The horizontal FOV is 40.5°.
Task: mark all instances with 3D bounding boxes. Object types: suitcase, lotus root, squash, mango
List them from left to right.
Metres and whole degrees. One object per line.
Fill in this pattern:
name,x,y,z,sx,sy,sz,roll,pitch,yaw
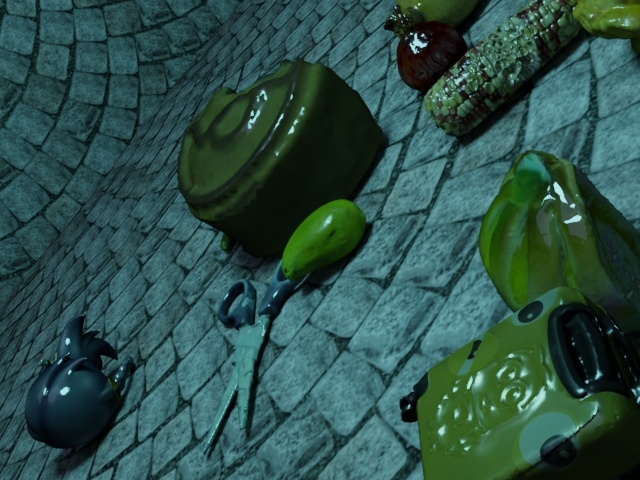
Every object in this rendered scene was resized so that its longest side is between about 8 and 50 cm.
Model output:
squash,-0.190,-0.009,1.793,0.027,0.027,0.083,-34,31,30
mango,0.000,0.000,1.393,0.165,0.074,0.091,-41,49,4
lotus root,0.239,-0.483,1.628,0.303,0.131,0.146,-54,26,-15
suitcase,0.195,0.175,0.773,0.235,0.143,0.194,-39,27,25

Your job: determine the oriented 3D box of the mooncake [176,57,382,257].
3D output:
mooncake,-0.083,-0.177,1.614,0.394,0.246,0.393,-41,32,26

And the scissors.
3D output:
scissors,-0.120,0.173,1.427,0.256,0.029,0.383,-31,32,36

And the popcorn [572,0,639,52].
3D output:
popcorn,0.421,-0.327,1.062,0.250,0.190,0.250,-30,24,15

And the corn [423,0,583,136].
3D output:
corn,0.283,-0.272,1.309,0.290,0.098,0.098,-40,27,17

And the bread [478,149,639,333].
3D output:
bread,0.243,0.011,0.912,0.156,0.158,0.261,-53,23,1

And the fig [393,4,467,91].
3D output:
fig,0.193,-0.335,1.510,0.128,0.150,0.128,-4,33,3

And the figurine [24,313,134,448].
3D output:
figurine,-0.480,0.280,1.710,0.197,0.175,0.265,-23,44,36
